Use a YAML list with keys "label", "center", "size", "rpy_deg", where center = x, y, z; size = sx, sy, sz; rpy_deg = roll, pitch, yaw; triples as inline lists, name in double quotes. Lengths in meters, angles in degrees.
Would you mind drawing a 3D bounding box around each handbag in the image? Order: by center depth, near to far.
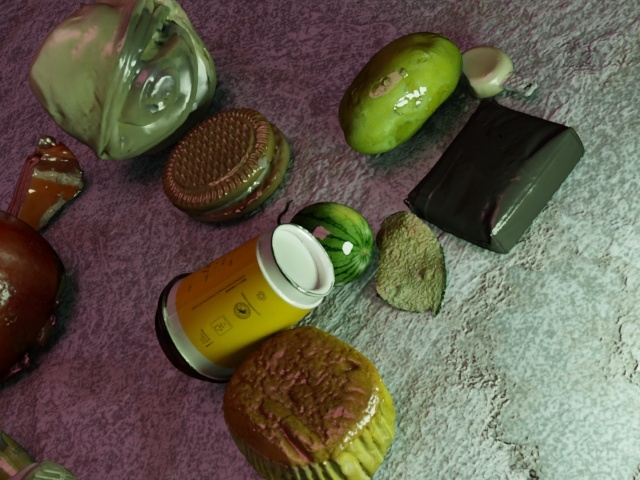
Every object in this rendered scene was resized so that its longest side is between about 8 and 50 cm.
- label: "handbag"
  center: [0.273, -0.114, 1.789]
  size: [0.223, 0.080, 0.247]
  rpy_deg: [28, 74, 44]

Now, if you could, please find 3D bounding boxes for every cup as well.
- label: "cup"
  center: [-0.119, 0.095, 1.757]
  size: [0.280, 0.196, 0.196]
  rpy_deg: [-36, 41, 32]

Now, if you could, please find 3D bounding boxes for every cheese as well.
- label: "cheese"
  center: [0.299, -0.281, 1.928]
  size: [0.092, 0.047, 0.171]
  rpy_deg: [-37, 45, 4]

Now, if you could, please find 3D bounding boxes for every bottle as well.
- label: "bottle"
  center: [-0.522, 0.398, 1.903]
  size: [0.270, 0.083, 0.083]
  rpy_deg: [29, 74, 33]

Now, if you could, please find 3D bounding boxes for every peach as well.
- label: "peach"
  center: [-0.693, 0.108, 2.108]
  size: [0.416, 0.353, 0.339]
  rpy_deg: [-9, 53, -17]

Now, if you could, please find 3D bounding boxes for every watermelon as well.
- label: "watermelon"
  center: [0.000, 0.000, 1.836]
  size: [0.187, 0.140, 0.140]
  rpy_deg: [20, 68, 42]

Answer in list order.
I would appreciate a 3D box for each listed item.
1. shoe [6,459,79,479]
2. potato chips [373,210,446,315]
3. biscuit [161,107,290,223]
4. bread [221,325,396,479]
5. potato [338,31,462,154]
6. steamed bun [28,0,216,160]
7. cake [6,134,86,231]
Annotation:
- label: "shoe"
  center: [-0.521, 0.500, 1.742]
  size: [0.198, 0.172, 0.351]
  rpy_deg: [10, 68, 39]
- label: "potato chips"
  center: [0.138, 0.041, 1.786]
  size: [0.142, 0.026, 0.209]
  rpy_deg: [-46, 49, 0]
- label: "biscuit"
  center: [-0.180, -0.142, 2.105]
  size: [0.259, 0.079, 0.259]
  rpy_deg: [-18, 47, 20]
- label: "bread"
  center: [-0.017, 0.255, 1.645]
  size: [0.227, 0.142, 0.253]
  rpy_deg: [-40, 42, -12]
- label: "potato"
  center: [0.134, -0.259, 1.925]
  size: [0.148, 0.186, 0.253]
  rpy_deg: [42, 78, 4]
- label: "steamed bun"
  center: [-0.358, -0.331, 2.174]
  size: [0.247, 0.352, 0.339]
  rpy_deg: [6, 57, 46]
- label: "cake"
  center: [-0.590, -0.072, 2.319]
  size: [0.098, 0.135, 0.287]
  rpy_deg: [41, 103, 40]
